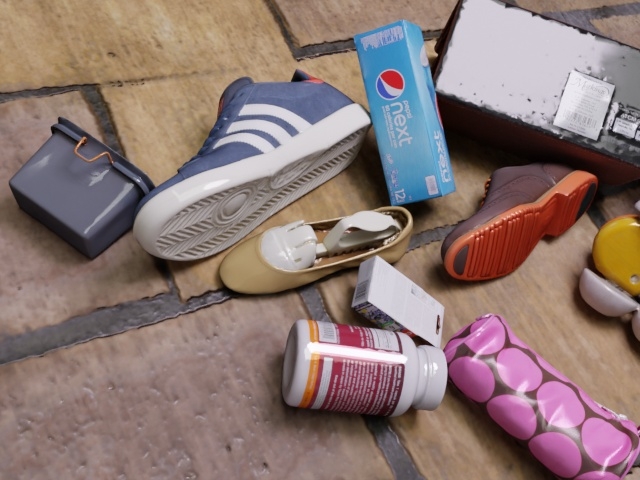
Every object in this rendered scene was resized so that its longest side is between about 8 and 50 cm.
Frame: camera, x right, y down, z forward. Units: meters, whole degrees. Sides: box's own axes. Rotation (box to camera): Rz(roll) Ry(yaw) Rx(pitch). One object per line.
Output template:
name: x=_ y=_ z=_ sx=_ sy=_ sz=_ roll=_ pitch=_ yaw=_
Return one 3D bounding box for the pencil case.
pencil case: x=0.224 y=0.163 z=0.734 sx=0.209 sy=0.095 sz=0.098 roll=41 pitch=85 yaw=12

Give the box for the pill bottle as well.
pill bottle: x=0.043 y=0.129 z=0.702 sx=0.152 sy=0.086 sz=0.086 roll=9 pitch=53 yaw=-11

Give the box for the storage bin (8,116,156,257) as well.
storage bin: x=-0.252 y=-0.052 z=0.742 sx=0.135 sy=0.098 sz=0.091 roll=34 pitch=63 yaw=8

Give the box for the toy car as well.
toy car: x=0.419 y=0.038 z=0.868 sx=0.182 sy=0.159 sz=0.136 roll=38 pitch=17 yaw=11

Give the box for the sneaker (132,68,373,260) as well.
sneaker: x=-0.095 y=-0.103 z=0.805 sx=0.148 sy=0.131 sz=0.350 roll=44 pitch=45 yaw=13

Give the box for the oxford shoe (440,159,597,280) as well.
oxford shoe: x=0.232 y=-0.031 z=0.889 sx=0.271 sy=0.097 sz=0.098 roll=-24 pitch=45 yaw=-35

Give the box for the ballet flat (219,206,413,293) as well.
ballet flat: x=0.000 y=0.000 z=0.790 sx=0.232 sy=0.073 sz=0.080 roll=-13 pitch=60 yaw=-25

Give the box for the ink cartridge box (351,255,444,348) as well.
ink cartridge box: x=0.088 y=0.074 z=0.785 sx=0.115 sy=0.029 sz=0.063 roll=36 pitch=47 yaw=-26

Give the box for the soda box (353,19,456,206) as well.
soda box: x=0.104 y=-0.152 z=0.857 sx=0.071 sy=0.067 sz=0.210 roll=-21 pitch=99 yaw=-64

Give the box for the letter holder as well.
letter holder: x=0.295 y=-0.191 z=0.990 sx=0.302 sy=0.214 sz=0.152 roll=20 pitch=84 yaw=0
